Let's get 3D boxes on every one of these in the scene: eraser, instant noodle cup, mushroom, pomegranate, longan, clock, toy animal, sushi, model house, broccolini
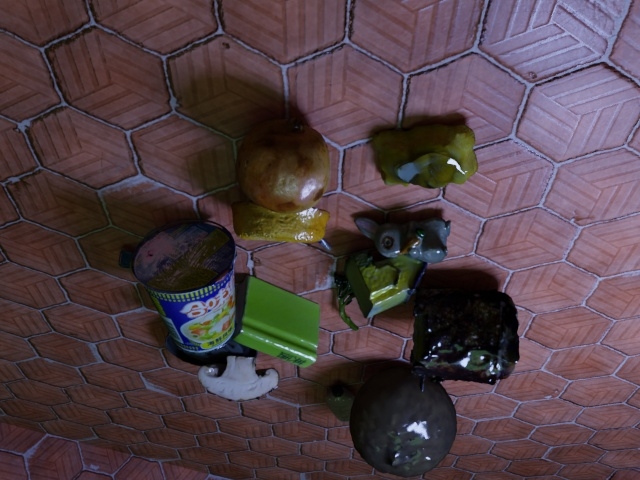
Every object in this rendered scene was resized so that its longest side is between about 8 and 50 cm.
[{"bbox_3d":[-0.136,0.251,1.918,0.274,0.210,0.092,25,138,-26],"label":"eraser"},{"bbox_3d":[-0.345,0.145,1.712,0.284,0.284,0.312,1,134,5],"label":"instant noodle cup"},{"bbox_3d":[-0.287,0.487,2.213,0.286,0.156,0.151,6,171,-2],"label":"mushroom"},{"bbox_3d":[-0.075,-0.169,1.371,0.215,0.215,0.215,3,142,2],"label":"pomegranate"},{"bbox_3d":[0.297,0.647,2.235,0.391,0.391,0.391,3,142,2],"label":"longan"},{"bbox_3d":[-0.379,0.358,2.190,0.325,0.067,0.325,3,142,2],"label":"clock"},{"bbox_3d":[0.211,-0.002,1.633,0.251,0.125,0.127,5,127,9],"label":"toy animal"},{"bbox_3d":[0.413,0.282,1.832,0.294,0.281,0.299,1,149,5],"label":"sushi"},{"bbox_3d":[0.195,0.092,1.735,0.211,0.170,0.194,-19,160,-9],"label":"model house"},{"bbox_3d":[0.114,0.194,1.932,0.123,0.062,0.271,9,139,19],"label":"broccolini"}]

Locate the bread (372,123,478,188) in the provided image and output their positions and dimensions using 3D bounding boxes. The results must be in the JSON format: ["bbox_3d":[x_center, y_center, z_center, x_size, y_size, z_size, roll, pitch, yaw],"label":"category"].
[{"bbox_3d":[0.239,-0.184,1.420,0.233,0.088,0.160,-7,143,17],"label":"bread"}]

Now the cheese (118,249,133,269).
[{"bbox_3d":[-0.468,0.092,1.861,0.270,0.069,0.177,17,140,-12],"label":"cheese"}]

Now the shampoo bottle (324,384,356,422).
[{"bbox_3d":[0.085,0.652,2.501,0.127,0.078,0.257,1,144,13],"label":"shampoo bottle"}]

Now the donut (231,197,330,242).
[{"bbox_3d":[-0.099,-0.053,1.544,0.254,0.118,0.253,1,179,0],"label":"donut"}]

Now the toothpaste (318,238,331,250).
[{"bbox_3d":[0.000,0.000,1.738,0.024,0.015,0.083,-29,126,25],"label":"toothpaste"}]
